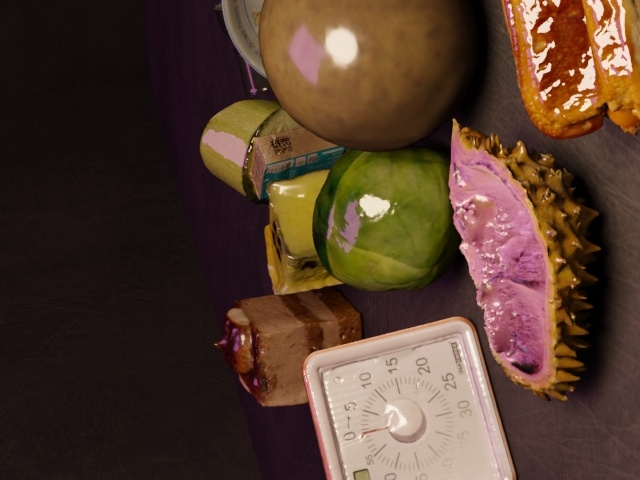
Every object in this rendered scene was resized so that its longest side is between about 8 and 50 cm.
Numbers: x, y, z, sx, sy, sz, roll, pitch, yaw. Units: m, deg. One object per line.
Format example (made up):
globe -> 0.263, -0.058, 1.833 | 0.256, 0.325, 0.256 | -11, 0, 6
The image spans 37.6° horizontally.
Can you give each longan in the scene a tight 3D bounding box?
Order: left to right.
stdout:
longan -> 0.057, -0.256, 1.182 | 0.297, 0.297, 0.297 | 169, 90, -74

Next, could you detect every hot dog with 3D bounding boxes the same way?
hot dog -> 0.235, -0.262, 0.838 | 0.158, 0.117, 0.349 | -7, 102, 47

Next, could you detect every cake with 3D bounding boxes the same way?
cake -> -0.070, 0.224, 1.906 | 0.196, 0.292, 0.199 | -136, 42, -60

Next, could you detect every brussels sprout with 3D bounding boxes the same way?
brussels sprout -> 0.092, -0.040, 1.347 | 0.271, 0.210, 0.220 | -98, 10, -66

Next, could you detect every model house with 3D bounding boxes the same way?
model house -> 0.000, 0.000, 1.701 | 0.234, 0.193, 0.175 | 105, 149, -63

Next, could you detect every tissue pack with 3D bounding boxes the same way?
tissue pack -> -0.046, -0.155, 1.793 | 0.120, 0.169, 0.082 | 105, 145, -57

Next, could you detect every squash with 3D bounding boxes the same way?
squash -> -0.120, -0.192, 1.925 | 0.133, 0.220, 0.220 | 31, 135, 34

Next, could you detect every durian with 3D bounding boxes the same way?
durian -> 0.244, 0.027, 1.029 | 0.191, 0.112, 0.341 | 15, 123, 63

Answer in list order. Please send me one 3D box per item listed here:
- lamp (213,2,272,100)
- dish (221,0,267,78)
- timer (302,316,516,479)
lamp -> -0.134, -0.406, 2.028 | 0.172, 0.147, 0.228 | -105, 2, -67
dish -> -0.003, -0.371, 1.402 | 0.134, 0.273, 0.273 | -83, -7, -58
timer -> 0.114, 0.266, 1.360 | 0.161, 0.249, 0.258 | 132, 125, -71
